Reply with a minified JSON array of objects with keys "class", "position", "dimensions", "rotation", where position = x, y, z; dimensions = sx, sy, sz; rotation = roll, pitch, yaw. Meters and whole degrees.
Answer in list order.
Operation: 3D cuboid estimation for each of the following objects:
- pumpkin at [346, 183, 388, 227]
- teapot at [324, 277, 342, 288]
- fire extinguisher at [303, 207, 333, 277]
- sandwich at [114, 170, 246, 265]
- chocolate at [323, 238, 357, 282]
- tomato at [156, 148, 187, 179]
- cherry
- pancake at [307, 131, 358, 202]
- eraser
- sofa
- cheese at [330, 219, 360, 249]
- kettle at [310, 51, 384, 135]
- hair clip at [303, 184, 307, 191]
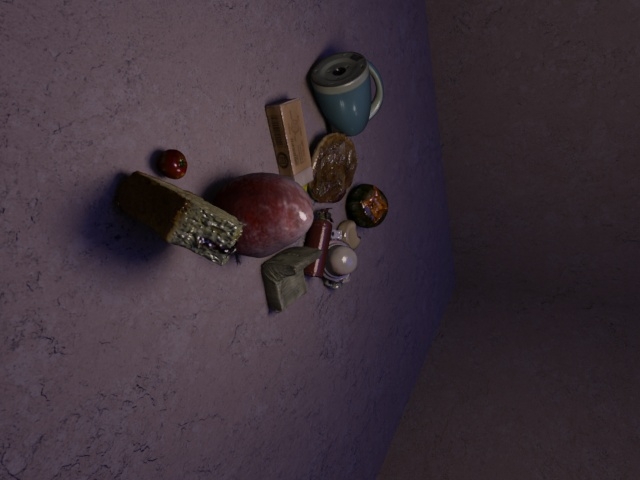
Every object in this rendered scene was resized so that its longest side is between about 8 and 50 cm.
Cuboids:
[{"class":"pumpkin","position":[0.237,-0.176,2.258],"dimensions":[0.238,0.159,0.237],"rotation":[1,88,-34]},{"class":"teapot","position":[0.070,0.135,2.116],"dimensions":[0.107,0.077,0.200],"rotation":[2,92,-38]},{"class":"fire extinguisher","position":[0.000,0.000,1.955],"dimensions":[0.147,0.107,0.336],"rotation":[30,70,-62]},{"class":"sandwich","position":[-0.349,-0.051,1.175],"dimensions":[0.262,0.326,0.131],"rotation":[26,91,-59]},{"class":"chocolate","position":[0.096,0.101,2.011],"dimensions":[0.222,0.147,0.220],"rotation":[-2,97,-22]},{"class":"tomato","position":[-0.430,-0.221,1.259],"dimensions":[0.087,0.075,0.087],"rotation":[-5,90,-71]},{"class":"cherry","position":[-0.184,-0.086,1.462],"dimensions":[0.326,0.336,0.290],"rotation":[-6,84,-81]},{"class":"pancake","position":[0.058,-0.325,1.988],"dimensions":[0.356,0.065,0.355],"rotation":[-31,134,-40]},{"class":"eraser","position":[-0.116,-0.380,1.736],"dimensions":[0.144,0.078,0.342],"rotation":[-41,129,-48]},{"class":"sofa","position":[-0.102,0.155,1.743],"dimensions":[0.210,0.176,0.225],"rotation":[-31,120,-53]},{"class":"cheese","position":[0.116,-0.008,2.170],"dimensions":[0.249,0.071,0.163],"rotation":[-31,119,-53]},{"class":"kettle","position":[0.148,-0.634,1.939],"dimensions":[0.320,0.247,0.342],"rotation":[-33,141,-6]},{"class":"hair clip","position":[-0.079,-0.152,1.857],"dimensions":[0.072,0.046,0.172],"rotation":[-22,112,-52]}]
